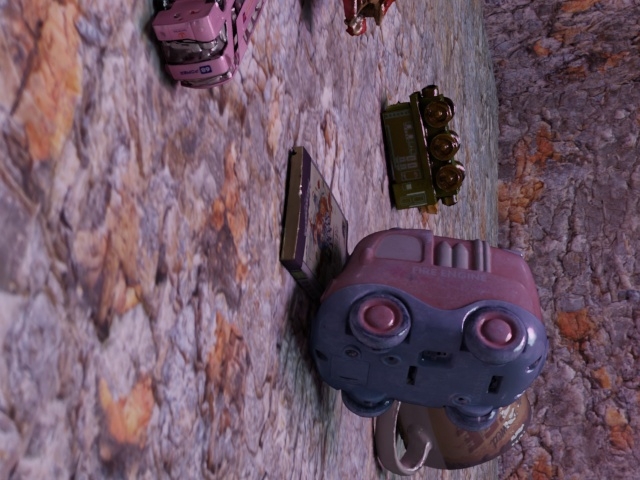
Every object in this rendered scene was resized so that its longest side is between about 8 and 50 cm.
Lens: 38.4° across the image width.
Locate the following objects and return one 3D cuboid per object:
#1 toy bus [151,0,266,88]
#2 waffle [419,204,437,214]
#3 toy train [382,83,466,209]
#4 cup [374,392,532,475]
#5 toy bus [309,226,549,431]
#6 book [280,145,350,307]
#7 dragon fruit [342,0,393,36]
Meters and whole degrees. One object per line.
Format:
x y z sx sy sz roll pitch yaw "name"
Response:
-0.098 -0.225 0.869 0.203 0.063 0.090 -76 156 -49 "toy bus"
0.226 -0.139 1.961 0.102 0.042 0.148 59 31 -59 "waffle"
0.187 -0.167 1.686 0.090 0.137 0.225 -43 123 -71 "toy train"
0.180 0.237 1.520 0.301 0.227 0.257 -41 117 -33 "cup"
0.139 0.091 1.176 0.197 0.294 0.231 91 7 -52 "toy bus"
0.001 0.000 1.207 0.231 0.026 0.157 56 34 -60 "book"
0.068 -0.414 1.249 0.205 0.210 0.268 19 72 -54 "dragon fruit"
